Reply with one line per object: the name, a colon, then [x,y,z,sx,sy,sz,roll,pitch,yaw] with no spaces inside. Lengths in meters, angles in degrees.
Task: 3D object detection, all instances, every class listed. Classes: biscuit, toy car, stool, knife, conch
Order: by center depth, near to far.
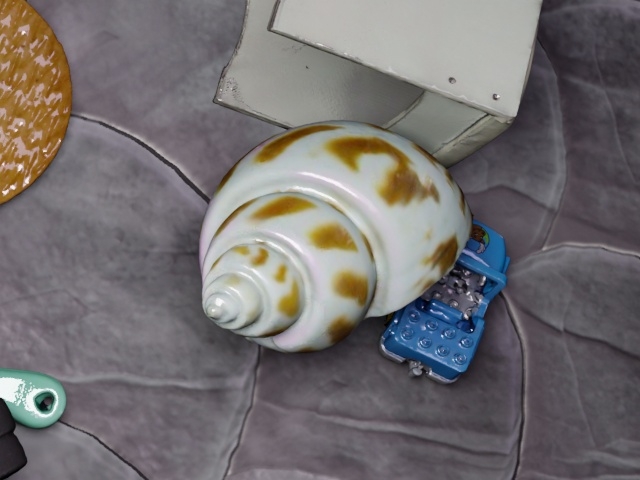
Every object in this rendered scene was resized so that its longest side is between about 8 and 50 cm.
knife: [-0.378,0.136,1.585,0.260,0.034,0.063,14,78,-8]
conch: [0.000,0.000,1.619,0.249,0.197,0.368,5,46,23]
biscuit: [-0.380,-0.148,1.639,0.262,0.037,0.262,4,78,-17]
stool: [0.059,-0.206,1.683,0.270,0.243,0.170,19,73,-13]
toy car: [0.140,0.055,1.728,0.097,0.100,0.191,26,67,-7]

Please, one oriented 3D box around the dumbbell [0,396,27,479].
dumbbell: [-0.311,0.303,1.486,0.185,0.185,0.388,-26,88,-21]
